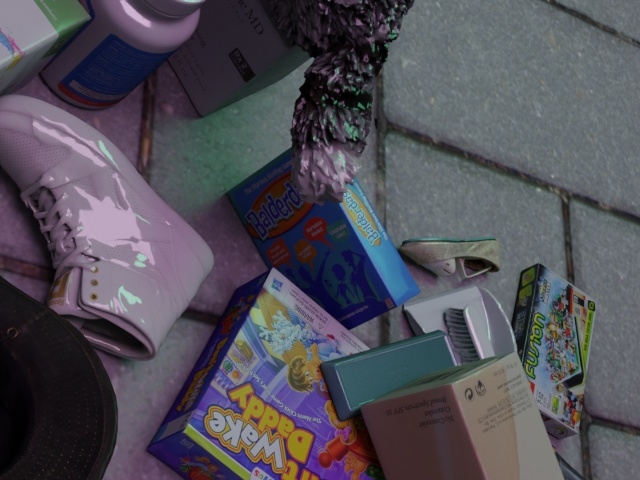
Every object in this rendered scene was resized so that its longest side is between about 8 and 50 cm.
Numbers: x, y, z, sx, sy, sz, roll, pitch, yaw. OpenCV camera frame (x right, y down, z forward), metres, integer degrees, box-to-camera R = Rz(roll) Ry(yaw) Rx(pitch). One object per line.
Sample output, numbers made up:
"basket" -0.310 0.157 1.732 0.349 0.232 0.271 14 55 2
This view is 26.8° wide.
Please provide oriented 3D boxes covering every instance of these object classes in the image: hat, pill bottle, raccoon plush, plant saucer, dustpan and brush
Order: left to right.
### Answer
"hat" -0.355 0.160 1.182 0.331 0.134 0.331 18 44 -18
"pill bottle" -0.204 -0.237 1.424 0.124 0.221 0.124 17 61 -32
"raccoon plush" -0.048 -0.294 1.352 0.299 0.216 0.446 20 59 -19
"plant saucer" 0.085 0.147 1.505 0.192 0.018 0.067 -11 77 -42
"dustpan and brush" 0.206 0.152 1.668 0.147 0.060 0.211 -14 76 -41

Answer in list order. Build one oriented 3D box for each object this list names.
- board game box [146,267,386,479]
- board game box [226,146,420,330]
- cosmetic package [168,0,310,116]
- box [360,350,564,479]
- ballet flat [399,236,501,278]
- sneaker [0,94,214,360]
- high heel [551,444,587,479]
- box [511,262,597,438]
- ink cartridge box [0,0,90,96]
"board game box" 0.010 0.230 1.472 0.347 0.078 0.233 41 50 -16
"board game box" 0.000 0.000 1.516 0.047 0.160 0.210 -28 88 -42
"cosmetic package" -0.079 -0.265 1.561 0.151 0.184 0.151 -32 90 -42
"box" 0.177 0.290 1.421 0.121 0.148 0.311 -19 87 -44
"ballet flat" 0.172 0.022 1.713 0.168 0.057 0.052 -1 80 -38
"sneaker" -0.248 -0.005 1.360 0.292 0.108 0.169 41 47 -17
"high heel" 0.234 0.362 1.603 0.186 0.093 0.261 39 57 5
"box" 0.301 0.144 1.768 0.114 0.036 0.207 32 53 -23
"ink cartridge box" -0.355 -0.179 1.323 0.093 0.154 0.212 53 48 -6
